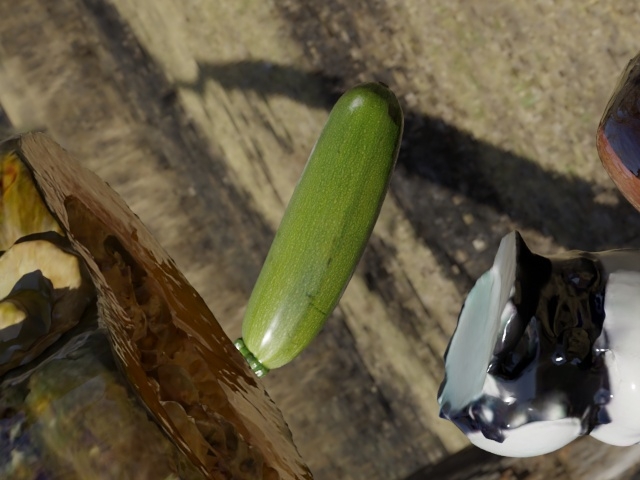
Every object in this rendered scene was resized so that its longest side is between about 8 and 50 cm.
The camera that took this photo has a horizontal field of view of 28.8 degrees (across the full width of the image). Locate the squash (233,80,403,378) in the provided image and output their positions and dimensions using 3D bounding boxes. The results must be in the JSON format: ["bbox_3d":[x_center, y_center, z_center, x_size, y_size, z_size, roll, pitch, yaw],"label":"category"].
[{"bbox_3d":[0.000,0.000,0.918,0.066,0.252,0.066,23,180,0],"label":"squash"}]

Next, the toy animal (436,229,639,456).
[{"bbox_3d":[0.173,0.070,0.790,0.166,0.179,0.138,154,119,-77],"label":"toy animal"}]

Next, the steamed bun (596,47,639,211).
[{"bbox_3d":[0.377,-0.102,1.049,0.248,0.235,0.379,35,180,5],"label":"steamed bun"}]

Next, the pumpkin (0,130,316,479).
[{"bbox_3d":[-0.088,0.095,0.532,0.222,0.139,0.317,52,176,-37],"label":"pumpkin"}]
